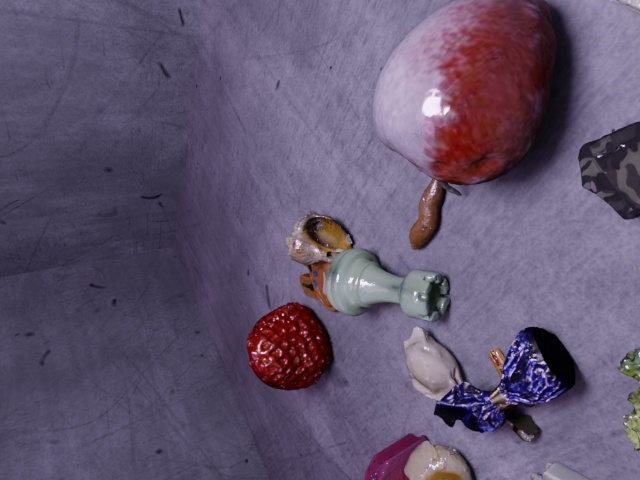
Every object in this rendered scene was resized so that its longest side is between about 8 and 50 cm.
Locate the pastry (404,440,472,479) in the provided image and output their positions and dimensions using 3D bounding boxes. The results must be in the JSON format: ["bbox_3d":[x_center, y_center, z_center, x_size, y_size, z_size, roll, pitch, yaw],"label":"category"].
[{"bbox_3d":[0.306,0.603,1.033,0.088,0.166,0.165,-82,-14,-81],"label":"pastry"}]

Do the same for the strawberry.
[{"bbox_3d":[-0.123,0.379,1.425,0.295,0.345,0.317,1,82,16],"label":"strawberry"}]

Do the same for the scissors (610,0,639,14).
[{"bbox_3d":[0.434,-0.415,0.640,0.300,0.022,0.109,57,145,28],"label":"scissors"}]

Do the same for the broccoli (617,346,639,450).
[{"bbox_3d":[0.468,0.304,0.488,0.275,0.397,0.353,-36,63,53],"label":"broccoli"}]

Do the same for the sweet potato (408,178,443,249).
[{"bbox_3d":[0.262,-0.064,0.975,0.065,0.051,0.218,45,135,42],"label":"sweet potato"}]

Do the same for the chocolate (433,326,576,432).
[{"bbox_3d":[0.369,0.325,0.834,0.126,0.148,0.343,-80,17,-52],"label":"chocolate"}]

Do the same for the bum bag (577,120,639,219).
[{"bbox_3d":[0.522,-0.139,0.533,0.340,0.095,0.144,-32,58,53],"label":"bum bag"}]

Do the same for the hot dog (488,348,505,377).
[{"bbox_3d":[0.406,0.284,0.898,0.083,0.021,0.037,63,145,23],"label":"hot dog"}]

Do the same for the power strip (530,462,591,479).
[{"bbox_3d":[0.548,0.525,0.729,0.338,0.058,0.098,13,111,54],"label":"power strip"}]

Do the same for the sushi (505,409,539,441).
[{"bbox_3d":[0.438,0.403,0.883,0.083,0.044,0.046,39,152,46],"label":"sushi"}]

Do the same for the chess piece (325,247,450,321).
[{"bbox_3d":[0.177,0.126,1.059,0.299,0.195,0.194,6,105,46],"label":"chess piece"}]

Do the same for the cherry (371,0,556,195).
[{"bbox_3d":[0.251,-0.269,0.744,0.326,0.292,0.334,13,92,65],"label":"cherry"}]

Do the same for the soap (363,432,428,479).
[{"bbox_3d":[0.209,0.666,1.103,0.099,0.250,0.162,-32,75,57],"label":"soap"}]

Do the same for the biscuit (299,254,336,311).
[{"bbox_3d":[0.017,0.142,1.406,0.334,0.047,0.201,23,118,50],"label":"biscuit"}]

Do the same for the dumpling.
[{"bbox_3d":[0.276,0.321,1.017,0.136,0.118,0.199,-55,50,44],"label":"dumpling"}]

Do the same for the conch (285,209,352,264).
[{"bbox_3d":[0.000,0.000,1.300,0.245,0.163,0.178,15,133,22],"label":"conch"}]
